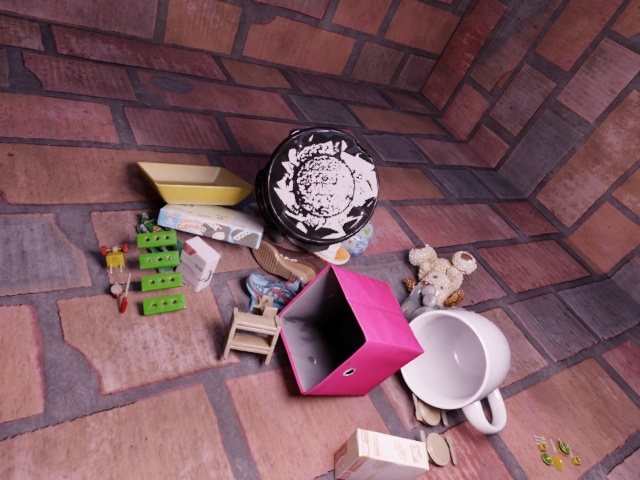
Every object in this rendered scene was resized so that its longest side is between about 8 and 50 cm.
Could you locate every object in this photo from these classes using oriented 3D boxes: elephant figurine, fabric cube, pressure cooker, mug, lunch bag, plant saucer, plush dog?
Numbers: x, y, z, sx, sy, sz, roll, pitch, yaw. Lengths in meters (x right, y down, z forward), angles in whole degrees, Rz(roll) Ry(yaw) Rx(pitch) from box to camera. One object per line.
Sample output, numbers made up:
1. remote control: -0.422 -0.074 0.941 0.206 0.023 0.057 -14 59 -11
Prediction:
1. elephant figurine: 0.411 0.277 1.541 0.239 0.186 0.169 39 68 -29
2. fabric cube: 0.077 0.261 1.203 0.258 0.254 0.259 22 32 -42
3. pressure cooker: -0.023 -0.166 1.452 0.375 0.370 0.420 35 -2 -11
4. mug: 0.459 0.400 1.333 0.328 0.276 0.374 11 53 -49
5. lunch bag: 0.106 -0.044 1.754 0.219 0.090 0.176 28 38 -2
6. plant saucer: -0.447 -0.195 1.514 0.333 0.081 0.333 -3 22 -33
7. plush dog: 0.454 0.164 1.681 0.262 0.210 0.225 13 46 26

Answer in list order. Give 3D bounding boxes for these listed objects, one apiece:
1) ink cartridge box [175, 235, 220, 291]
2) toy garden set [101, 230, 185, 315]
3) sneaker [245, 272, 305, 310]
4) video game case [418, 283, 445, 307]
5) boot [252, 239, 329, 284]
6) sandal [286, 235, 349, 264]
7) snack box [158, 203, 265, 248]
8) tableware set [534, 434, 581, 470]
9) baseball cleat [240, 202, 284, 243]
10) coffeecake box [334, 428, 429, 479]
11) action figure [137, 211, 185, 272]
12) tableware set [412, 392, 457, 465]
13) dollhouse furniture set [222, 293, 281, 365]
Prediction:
1. ink cartridge box: -0.368 0.072 1.286 0.099 0.135 0.056 40 36 13
2. toy garden set: -0.501 0.099 1.219 0.204 0.049 0.244 -7 65 -19
3. sneaker: -0.106 0.156 1.358 0.262 0.125 0.104 28 28 -4
4. video game case: 0.451 0.225 1.728 0.122 0.011 0.087 18 39 -13
5. boot: -0.103 0.067 1.528 0.248 0.090 0.207 36 24 17
6. sandal: -0.002 0.006 1.639 0.265 0.076 0.102 24 38 -7
7. snack box: -0.348 -0.063 1.433 0.322 0.060 0.187 14 17 -6
8. tableware set: 0.769 0.688 1.389 0.154 0.024 0.104 20 39 -12
9. baseball cleat: -0.226 -0.052 1.588 0.109 0.072 0.206 -24 58 -28
10. coffeecake box: 0.146 0.544 1.063 0.185 0.142 0.068 18 38 -14
11. action figure: -0.505 -0.010 1.359 0.232 0.063 0.137 43 43 23
12. tableware set: 0.318 0.552 1.251 0.128 0.039 0.194 23 42 -27
13. dollhouse furniture set: -0.202 0.244 1.228 0.129 0.129 0.183 15 15 -17
